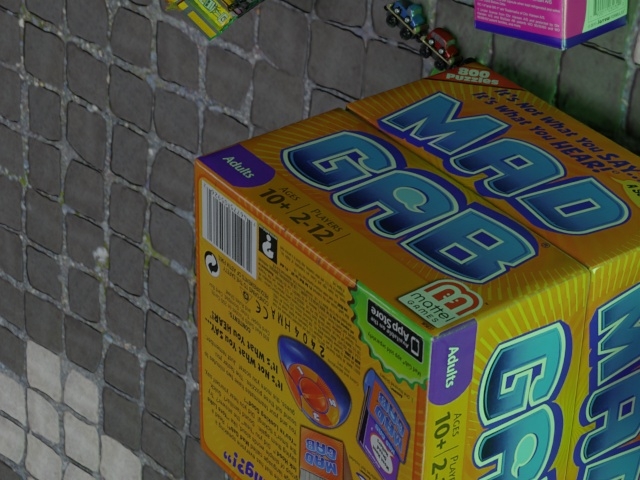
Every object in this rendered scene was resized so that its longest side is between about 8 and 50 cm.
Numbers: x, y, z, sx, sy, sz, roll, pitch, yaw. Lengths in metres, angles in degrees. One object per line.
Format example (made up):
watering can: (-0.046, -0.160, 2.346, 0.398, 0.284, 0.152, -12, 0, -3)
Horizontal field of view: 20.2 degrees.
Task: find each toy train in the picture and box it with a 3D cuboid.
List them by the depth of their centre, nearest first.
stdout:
toy train: (0.126, -0.206, 1.909, 0.158, 0.027, 0.036, 44, 130, 20)

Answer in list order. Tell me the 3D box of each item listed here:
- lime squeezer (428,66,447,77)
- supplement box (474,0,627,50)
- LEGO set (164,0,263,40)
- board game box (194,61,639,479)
lime squeezer: (0.079, -0.040, 1.969, 0.059, 0.110, 0.310, 44, 136, 44)
supplement box: (0.222, -0.308, 1.707, 0.114, 0.111, 0.220, 20, 121, 38)
LEGO set: (-0.072, -0.376, 1.854, 0.192, 0.255, 0.331, 44, 153, -17)
board game box: (0.122, 0.093, 1.748, 0.356, 0.356, 0.356, 37, 136, 41)
